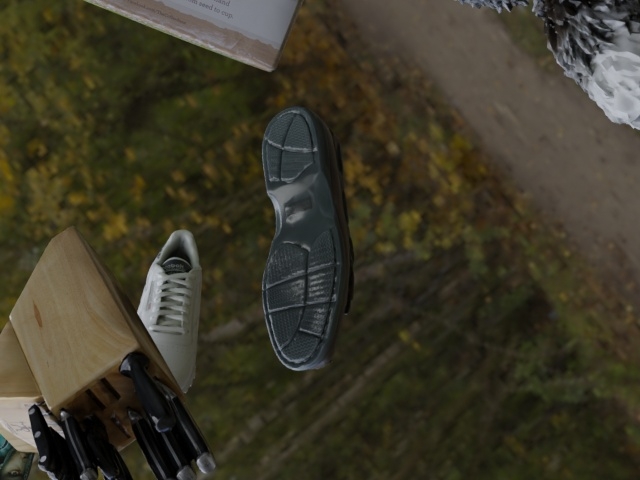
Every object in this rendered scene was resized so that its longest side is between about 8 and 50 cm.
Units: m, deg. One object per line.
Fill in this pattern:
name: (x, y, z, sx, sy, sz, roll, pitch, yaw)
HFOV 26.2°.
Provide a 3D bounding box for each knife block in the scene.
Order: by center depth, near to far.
knife block: (-0.174, 0.111, 1.209, 0.242, 0.275, 0.088, -3, 137, 29)

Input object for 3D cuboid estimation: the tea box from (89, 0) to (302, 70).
tea box: (-0.166, -0.351, 1.576, 0.329, 0.220, 0.323, 21, -175, -4)

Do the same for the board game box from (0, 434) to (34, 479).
board game box: (-0.459, 0.251, 1.783, 0.026, 0.186, 0.126, 84, -166, -61)

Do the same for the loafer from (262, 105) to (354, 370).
loafer: (0.000, 0.000, 1.367, 0.084, 0.096, 0.267, 19, -116, -53)

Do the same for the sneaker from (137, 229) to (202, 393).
sneaker: (-0.181, 0.085, 1.624, 0.090, 0.094, 0.235, 11, -144, -11)

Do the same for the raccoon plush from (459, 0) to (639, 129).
raccoon plush: (0.058, -0.242, 1.069, 0.446, 0.299, 0.216, -107, -4, -46)
